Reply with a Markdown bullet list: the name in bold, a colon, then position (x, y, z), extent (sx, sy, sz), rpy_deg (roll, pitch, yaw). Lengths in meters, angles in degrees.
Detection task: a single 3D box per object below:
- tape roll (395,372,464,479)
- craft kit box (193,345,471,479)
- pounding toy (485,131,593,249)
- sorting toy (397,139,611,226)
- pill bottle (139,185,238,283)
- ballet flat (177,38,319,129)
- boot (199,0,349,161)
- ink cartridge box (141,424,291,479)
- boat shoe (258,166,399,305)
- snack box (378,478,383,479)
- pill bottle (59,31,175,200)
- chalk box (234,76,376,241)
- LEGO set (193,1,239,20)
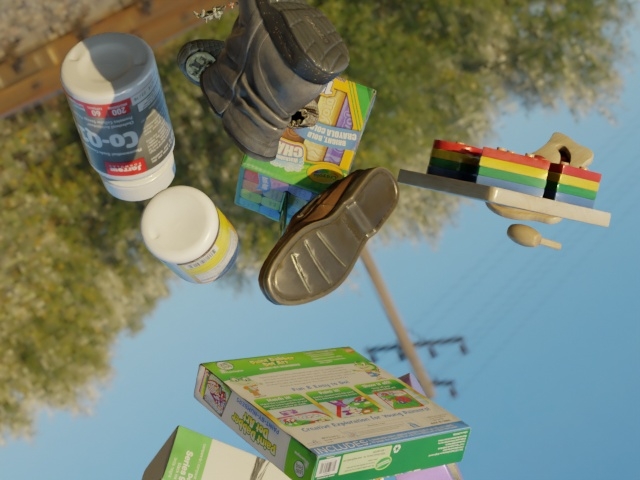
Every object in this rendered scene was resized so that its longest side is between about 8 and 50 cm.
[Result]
- **tape roll**: position (0.179, 0.380, 2.207), extent (0.090, 0.275, 0.275), rpy_deg (-25, -171, 5)
- **craft kit box**: position (0.013, 0.212, 1.517), extent (0.250, 0.061, 0.246), rpy_deg (-2, -155, -39)
- **pounding toy**: position (0.391, -0.077, 2.281), extent (0.154, 0.155, 0.269), rpy_deg (22, -138, 28)
- **sorting toy**: position (0.305, -0.102, 2.017), extent (0.255, 0.089, 0.257), rpy_deg (10, -176, -33)
- **pill bottle**: position (-0.192, -0.002, 1.864), extent (0.117, 0.117, 0.215), rpy_deg (-27, 164, 0)
- **ballet flat**: position (-0.104, -0.229, 1.859), extent (0.084, 0.250, 0.058), rpy_deg (-46, -145, 27)
- **boot**: position (-0.109, -0.295, 1.710), extent (0.118, 0.338, 0.223), rpy_deg (0, 147, -40)
- **ink cartridge box**: position (-0.169, 0.471, 2.198), extent (0.211, 0.289, 0.121), rpy_deg (126, -17, -48)
- **boat shoe**: position (0.000, 0.000, 1.892), extent (0.104, 0.111, 0.307), rpy_deg (-4, -150, 49)
- **snack box**: position (0.093, 0.546, 2.523), extent (0.064, 0.178, 0.022), rpy_deg (23, -145, 31)
- **pill bottle**: position (-0.342, -0.207, 2.129), extent (0.161, 0.161, 0.283), rpy_deg (-30, 145, -17)
- **chalk box**: position (-0.040, -0.133, 2.127), extent (0.180, 0.179, 0.289), rpy_deg (113, -2, -67)
- **LEGO set**: position (-0.161, -0.366, 1.972), extent (0.083, 0.023, 0.054), rpy_deg (-10, -171, 15)
